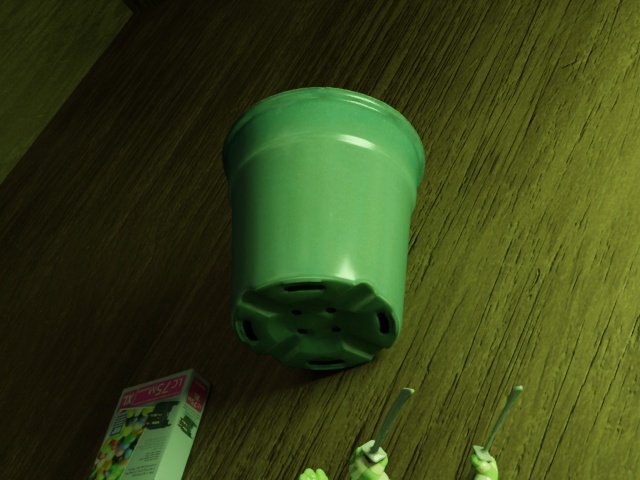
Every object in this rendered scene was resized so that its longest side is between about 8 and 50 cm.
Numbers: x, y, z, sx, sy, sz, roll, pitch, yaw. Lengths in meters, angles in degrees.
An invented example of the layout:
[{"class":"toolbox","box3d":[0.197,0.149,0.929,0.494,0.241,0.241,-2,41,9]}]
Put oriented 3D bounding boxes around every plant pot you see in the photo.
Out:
[{"class":"plant pot","box3d":[0.000,0.000,1.447,0.341,0.341,0.334,-23,46,29]}]

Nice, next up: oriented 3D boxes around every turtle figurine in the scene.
[{"class":"turtle figurine","box3d":[0.109,0.274,1.101,0.266,0.274,0.198,-14,7,44]}]

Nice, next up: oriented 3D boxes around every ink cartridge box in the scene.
[{"class":"ink cartridge box","box3d":[-0.307,0.375,1.565,0.186,0.065,0.311,-20,40,33]}]
